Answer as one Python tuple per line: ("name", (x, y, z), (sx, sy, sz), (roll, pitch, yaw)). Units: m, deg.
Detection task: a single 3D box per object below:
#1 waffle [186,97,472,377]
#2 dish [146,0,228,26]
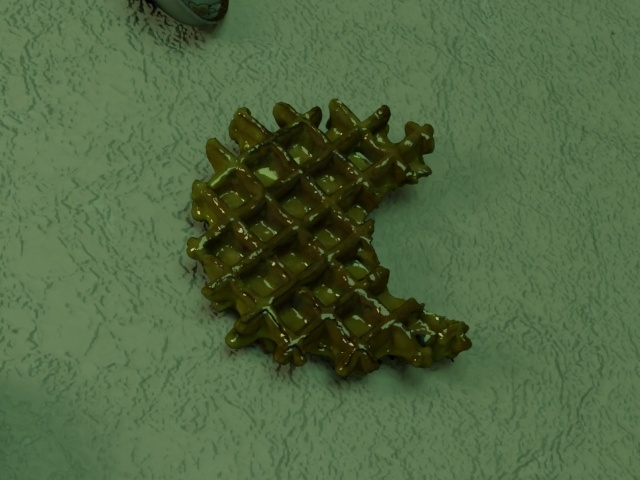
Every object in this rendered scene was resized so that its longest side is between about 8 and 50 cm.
("waffle", (0.000, 0.000, 1.574), (0.259, 0.069, 0.293), (2, 59, -13))
("dish", (-0.164, -0.269, 1.701), (0.141, 0.078, 0.141), (45, 32, -38))
